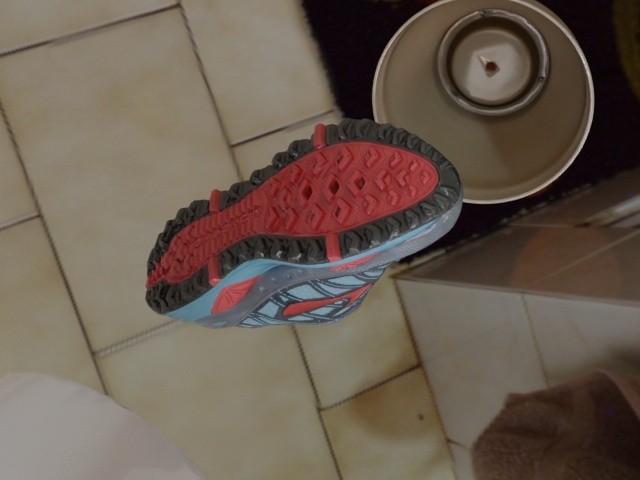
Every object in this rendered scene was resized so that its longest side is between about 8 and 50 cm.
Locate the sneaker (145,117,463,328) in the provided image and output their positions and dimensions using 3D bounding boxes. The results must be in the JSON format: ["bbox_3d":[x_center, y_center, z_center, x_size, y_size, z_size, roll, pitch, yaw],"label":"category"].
[{"bbox_3d":[0.000,0.000,0.672,0.125,0.262,0.104,27,55,-42],"label":"sneaker"}]

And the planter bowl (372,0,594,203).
[{"bbox_3d":[0.131,-0.124,0.745,0.162,0.162,0.109,56,28,-15],"label":"planter bowl"}]

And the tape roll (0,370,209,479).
[{"bbox_3d":[-0.178,0.234,0.649,0.286,0.286,0.100,62,37,-13],"label":"tape roll"}]
